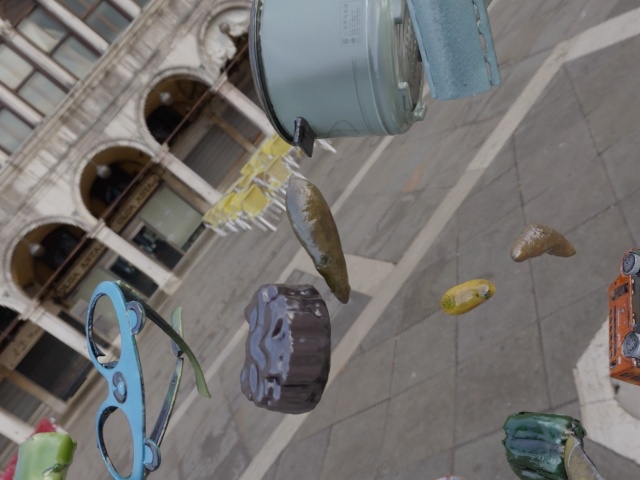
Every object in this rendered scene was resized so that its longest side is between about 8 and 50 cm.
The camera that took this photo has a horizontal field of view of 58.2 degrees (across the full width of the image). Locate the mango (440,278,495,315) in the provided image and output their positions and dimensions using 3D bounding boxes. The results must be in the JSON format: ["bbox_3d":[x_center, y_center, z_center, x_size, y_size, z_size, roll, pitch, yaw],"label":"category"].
[{"bbox_3d":[0.389,0.147,1.518,0.098,0.075,0.190,-41,1,-37],"label":"mango"}]

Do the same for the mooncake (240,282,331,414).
[{"bbox_3d":[-0.105,0.306,1.672,0.350,0.212,0.382,-35,54,55],"label":"mooncake"}]

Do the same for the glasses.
[{"bbox_3d":[-0.217,0.170,0.719,0.102,0.239,0.207,-8,-6,6],"label":"glasses"}]

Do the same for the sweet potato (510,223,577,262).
[{"bbox_3d":[0.661,0.003,1.733,0.341,0.114,0.092,-2,-18,-42],"label":"sweet potato"}]

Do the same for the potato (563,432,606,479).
[{"bbox_3d":[0.725,0.654,1.600,0.100,0.261,0.120,-38,6,0],"label":"potato"}]

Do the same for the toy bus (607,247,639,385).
[{"bbox_3d":[0.808,0.190,1.442,0.153,0.142,0.330,112,173,-63],"label":"toy bus"}]

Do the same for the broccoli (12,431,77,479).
[{"bbox_3d":[-0.447,0.456,0.854,0.352,0.275,0.397,-13,36,33],"label":"broccoli"}]

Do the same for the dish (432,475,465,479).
[{"bbox_3d":[0.318,0.779,1.627,0.260,0.085,0.260,-30,-3,-2],"label":"dish"}]

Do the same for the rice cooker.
[{"bbox_3d":[0.020,-0.248,0.766,0.241,0.226,0.281,37,-124,-66],"label":"rice cooker"}]

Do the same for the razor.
[{"bbox_3d":[0.153,-0.233,0.577,0.068,0.106,0.232,-5,31,30],"label":"razor"}]

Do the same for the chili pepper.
[{"bbox_3d":[0.750,0.690,1.933,0.256,0.233,0.249,0,45,36],"label":"chili pepper"}]

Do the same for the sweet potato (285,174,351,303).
[{"bbox_3d":[0.002,0.002,1.682,0.130,0.423,0.130,-24,6,3],"label":"sweet potato"}]
